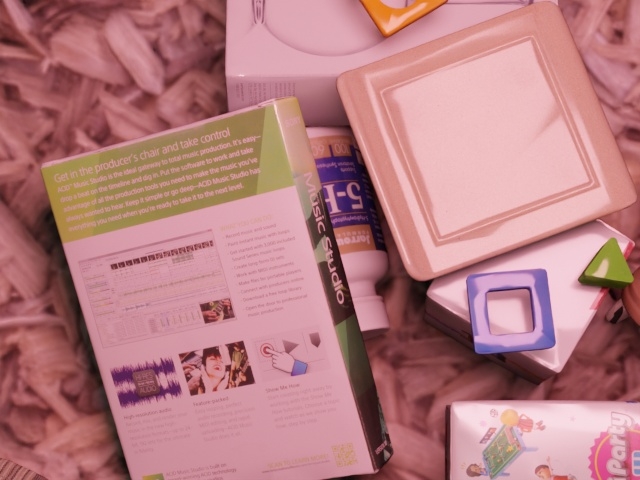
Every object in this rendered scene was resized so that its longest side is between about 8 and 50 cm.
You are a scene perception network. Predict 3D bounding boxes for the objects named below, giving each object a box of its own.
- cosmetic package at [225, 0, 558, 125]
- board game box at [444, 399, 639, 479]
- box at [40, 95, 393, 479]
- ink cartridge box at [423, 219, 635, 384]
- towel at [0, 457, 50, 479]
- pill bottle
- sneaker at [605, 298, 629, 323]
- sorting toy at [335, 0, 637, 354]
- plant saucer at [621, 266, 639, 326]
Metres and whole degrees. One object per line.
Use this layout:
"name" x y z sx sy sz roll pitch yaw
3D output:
"cosmetic package" 0.058 -0.285 1.257 0.284 0.097 0.377 0 65 -3
"board game box" 0.255 0.178 1.146 0.303 0.224 0.097 0 82 4
"box" -0.089 0.058 1.197 0.232 0.058 0.322 -13 97 22
"ink cartridge box" 0.173 0.037 1.201 0.127 0.176 0.128 30 84 7
"towel" -0.253 0.344 1.162 0.312 0.056 0.324 20 48 13
"pill bottle" 0.000 0.000 1.253 0.112 0.112 0.186 -15 79 1
"sneaker" 0.299 0.057 1.261 0.083 0.032 0.037 -29 79 -1
"sorting toy" 0.130 -0.079 1.112 0.196 0.047 0.347 -19 80 -5
"plant saucer" 0.386 0.062 1.138 0.278 0.278 0.041 12 110 6
